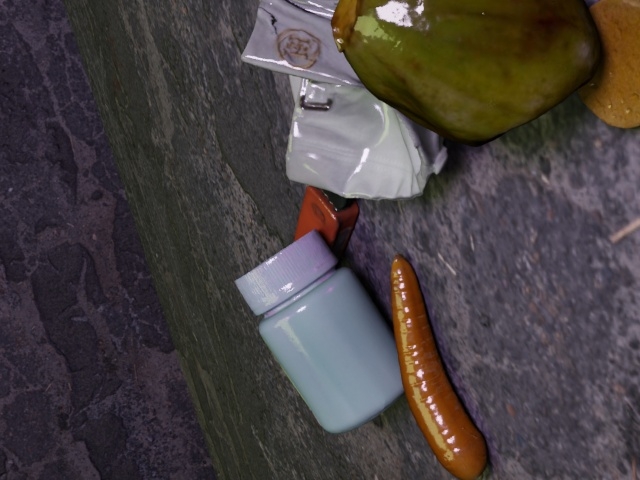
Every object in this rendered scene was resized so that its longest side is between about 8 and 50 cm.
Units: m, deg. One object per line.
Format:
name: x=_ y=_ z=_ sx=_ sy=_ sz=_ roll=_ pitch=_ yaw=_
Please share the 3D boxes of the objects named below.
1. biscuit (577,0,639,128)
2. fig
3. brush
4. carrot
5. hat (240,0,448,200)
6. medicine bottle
biscuit: x=0.226 y=-0.104 z=0.405 sx=0.240 sy=0.035 sz=0.158 roll=-152 pitch=47 yaw=-67
fig: x=0.087 y=-0.135 z=0.485 sx=0.144 sy=0.165 sz=0.154 roll=-46 pitch=39 yaw=43
brush: x=0.001 y=0.000 z=1.004 sx=0.070 sy=0.051 sz=0.323 roll=52 pitch=150 yaw=20
carrot: x=0.119 y=0.150 z=0.848 sx=0.066 sy=0.062 sz=0.271 roll=118 pitch=130 yaw=-78
hat: x=0.028 y=-0.194 z=0.687 sx=0.258 sy=0.168 sz=0.301 roll=74 pitch=-168 yaw=-74
medicine bottle: x=0.006 y=0.111 z=0.917 sx=0.225 sy=0.139 sz=0.139 roll=57 pitch=157 yaw=-2
